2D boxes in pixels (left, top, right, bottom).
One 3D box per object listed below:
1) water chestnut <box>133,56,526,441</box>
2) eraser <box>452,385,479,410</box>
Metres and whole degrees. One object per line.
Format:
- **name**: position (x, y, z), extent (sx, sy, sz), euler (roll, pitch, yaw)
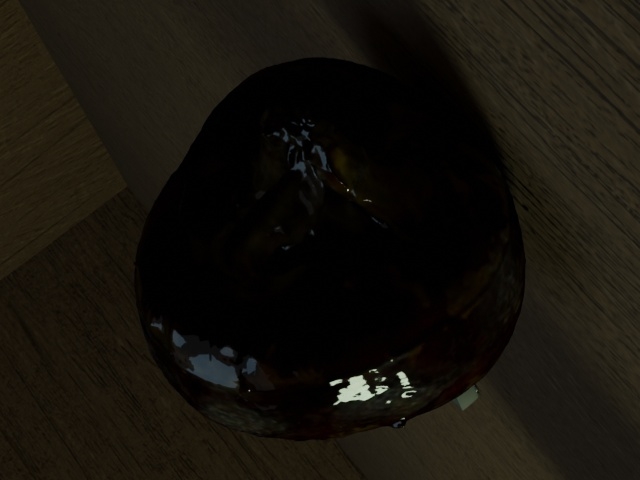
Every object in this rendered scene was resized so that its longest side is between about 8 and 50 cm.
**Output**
- **water chestnut**: position (0.000, 0.000, 0.978), extent (0.224, 0.223, 0.238), euler (48, 174, 30)
- **eraser**: position (0.085, 0.075, 1.491), extent (0.104, 0.023, 0.150), euler (47, 171, 38)
